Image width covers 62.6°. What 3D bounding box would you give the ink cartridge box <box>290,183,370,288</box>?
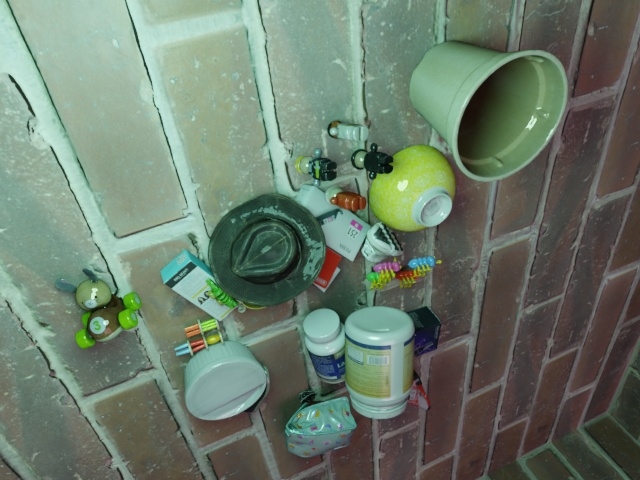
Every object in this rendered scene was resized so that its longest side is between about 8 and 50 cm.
[{"bbox_3d":[0.000,0.000,1.558,0.275,0.060,0.238,32,82,-40],"label":"ink cartridge box"}]

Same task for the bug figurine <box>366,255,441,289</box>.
[{"bbox_3d":[0.271,0.104,1.770,0.217,0.072,0.279,-6,165,-8],"label":"bug figurine"}]

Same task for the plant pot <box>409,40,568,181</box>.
[{"bbox_3d":[0.404,-0.372,1.382,0.334,0.305,0.333,-14,129,-18],"label":"plant pot"}]

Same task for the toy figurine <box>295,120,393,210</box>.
[{"bbox_3d":[0.064,-0.204,1.414,0.209,0.148,0.213,41,80,-36],"label":"toy figurine"}]

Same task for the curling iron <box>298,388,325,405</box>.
[{"bbox_3d":[0.014,0.654,2.121,0.068,0.035,0.274,-47,131,11],"label":"curling iron"}]

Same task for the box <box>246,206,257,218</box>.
[{"bbox_3d":[-0.159,-0.005,1.544,0.201,0.021,0.164,21,112,-37],"label":"box"}]

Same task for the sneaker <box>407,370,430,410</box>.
[{"bbox_3d":[0.387,0.685,2.312,0.145,0.090,0.270,-29,129,-5],"label":"sneaker"}]

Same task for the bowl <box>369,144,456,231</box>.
[{"bbox_3d":[0.313,-0.130,1.616,0.290,0.156,0.289,-15,129,-19],"label":"bowl"}]

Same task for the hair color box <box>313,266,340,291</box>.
[{"bbox_3d":[-0.021,0.080,1.647,0.093,0.053,0.167,-53,134,-8],"label":"hair color box"}]

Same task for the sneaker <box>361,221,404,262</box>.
[{"bbox_3d":[0.180,0.021,1.634,0.118,0.110,0.292,-27,165,11],"label":"sneaker"}]

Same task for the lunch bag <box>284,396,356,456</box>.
[{"bbox_3d":[-0.013,0.736,2.057,0.263,0.160,0.223,-9,142,-13],"label":"lunch bag"}]

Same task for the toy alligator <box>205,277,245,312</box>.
[{"bbox_3d":[-0.265,0.172,1.516,0.056,0.051,0.189,-38,133,1],"label":"toy alligator"}]

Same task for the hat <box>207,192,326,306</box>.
[{"bbox_3d":[-0.150,0.037,1.398,0.332,0.134,0.331,0,97,2],"label":"hat"}]

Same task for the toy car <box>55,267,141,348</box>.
[{"bbox_3d":[-0.588,0.158,1.366,0.155,0.149,0.188,-24,121,3],"label":"toy car"}]

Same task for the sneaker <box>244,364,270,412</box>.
[{"bbox_3d":[-0.258,0.532,1.851,0.118,0.083,0.221,4,122,-30],"label":"sneaker"}]

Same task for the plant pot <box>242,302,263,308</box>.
[{"bbox_3d":[-0.190,0.124,1.574,0.134,0.095,0.134,-14,129,-18],"label":"plant pot"}]

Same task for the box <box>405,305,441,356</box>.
[{"bbox_3d":[0.348,0.367,2.039,0.207,0.108,0.153,-16,129,-17],"label":"box"}]

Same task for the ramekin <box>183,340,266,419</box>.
[{"bbox_3d":[-0.322,0.451,1.727,0.273,0.127,0.272,-15,129,-19],"label":"ramekin"}]

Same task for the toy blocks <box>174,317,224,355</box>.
[{"bbox_3d":[-0.384,0.300,1.629,0.148,0.054,0.123,-18,131,-15],"label":"toy blocks"}]

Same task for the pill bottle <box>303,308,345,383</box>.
[{"bbox_3d":[0.029,0.367,1.836,0.153,0.153,0.264,-25,132,-10],"label":"pill bottle"}]

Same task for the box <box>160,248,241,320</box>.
[{"bbox_3d":[-0.339,0.134,1.525,0.100,0.060,0.244,-40,133,3],"label":"box"}]

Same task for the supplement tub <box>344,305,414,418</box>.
[{"bbox_3d":[0.194,0.402,1.745,0.229,0.228,0.316,-10,111,-22],"label":"supplement tub"}]
